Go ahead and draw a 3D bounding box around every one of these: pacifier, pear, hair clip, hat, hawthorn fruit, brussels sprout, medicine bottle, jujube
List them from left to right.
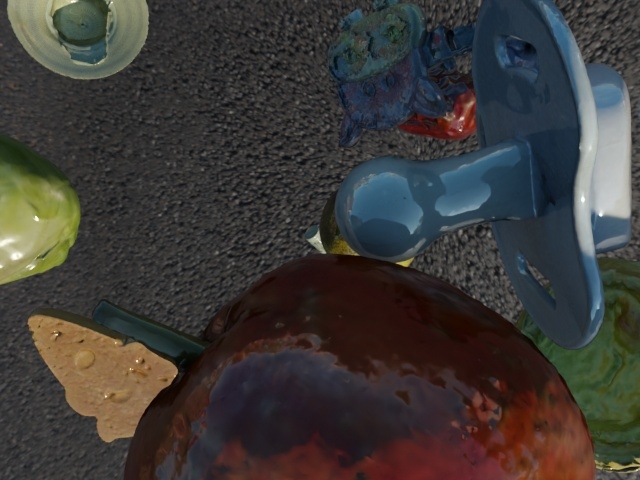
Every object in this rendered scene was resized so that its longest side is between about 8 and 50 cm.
[{"bbox_3d":[-0.580,-0.051,1.136,0.316,0.242,0.274,-22,97,-19],"label":"brussels sprout"},{"bbox_3d":[-0.461,-0.428,1.284,0.252,0.110,0.252,-1,94,-19],"label":"hat"},{"bbox_3d":[-0.007,0.132,0.445,0.330,0.287,0.287,33,100,-4],"label":"hawthorn fruit"},{"bbox_3d":[0.000,0.000,1.780,0.047,0.047,0.083,-38,130,11],"label":"medicine bottle"},{"bbox_3d":[0.093,-0.012,1.252,0.197,0.197,0.197,1,96,9],"label":"pear"},{"bbox_3d":[0.079,-0.189,0.717,0.187,0.056,0.146,-11,88,37],"label":"hair clip"},{"bbox_3d":[0.236,-0.280,1.365,0.230,0.155,0.155,34,103,47],"label":"jujube"},{"bbox_3d":[0.123,-0.047,0.548,0.233,0.244,0.300,-15,114,-6],"label":"pacifier"}]

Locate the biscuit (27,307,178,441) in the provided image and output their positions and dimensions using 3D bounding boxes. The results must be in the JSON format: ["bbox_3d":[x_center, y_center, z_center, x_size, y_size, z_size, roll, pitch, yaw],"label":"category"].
[{"bbox_3d":[-0.230,0.160,0.770,0.162,0.035,0.250,-39,112,16],"label":"biscuit"}]

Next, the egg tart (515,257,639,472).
[{"bbox_3d":[0.373,0.156,0.847,0.278,0.095,0.279,-21,57,36],"label":"egg tart"}]
